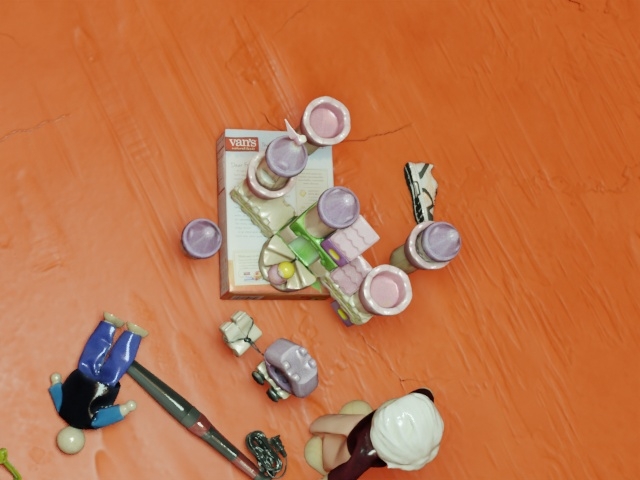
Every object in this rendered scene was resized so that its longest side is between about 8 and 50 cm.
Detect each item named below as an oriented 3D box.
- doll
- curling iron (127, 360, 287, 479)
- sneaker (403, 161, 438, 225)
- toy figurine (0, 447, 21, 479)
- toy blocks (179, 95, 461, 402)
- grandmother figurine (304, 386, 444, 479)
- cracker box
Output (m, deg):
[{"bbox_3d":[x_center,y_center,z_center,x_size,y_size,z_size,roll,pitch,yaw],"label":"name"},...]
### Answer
[{"bbox_3d":[-0.293,0.193,1.927,0.129,0.046,0.189,22,79,18],"label":"doll"},{"bbox_3d":[-0.161,0.236,1.973,0.274,0.035,0.068,33,50,-1],"label":"curling iron"},{"bbox_3d":[0.154,-0.064,2.118,0.044,0.040,0.109,-8,80,-18],"label":"sneaker"},{"bbox_3d":[-0.564,0.230,1.819,0.191,0.217,0.362,-56,139,-32],"label":"toy figurine"},{"bbox_3d":[0.000,0.000,1.876,0.309,0.260,0.288,-42,93,-20],"label":"toy blocks"},{"bbox_3d":[0.067,0.250,1.864,0.104,0.342,0.208,39,71,-4],"label":"grandmother figurine"},{"bbox_3d":[-0.062,-0.035,2.039,0.156,0.067,0.232,2,78,-16],"label":"cracker box"}]
